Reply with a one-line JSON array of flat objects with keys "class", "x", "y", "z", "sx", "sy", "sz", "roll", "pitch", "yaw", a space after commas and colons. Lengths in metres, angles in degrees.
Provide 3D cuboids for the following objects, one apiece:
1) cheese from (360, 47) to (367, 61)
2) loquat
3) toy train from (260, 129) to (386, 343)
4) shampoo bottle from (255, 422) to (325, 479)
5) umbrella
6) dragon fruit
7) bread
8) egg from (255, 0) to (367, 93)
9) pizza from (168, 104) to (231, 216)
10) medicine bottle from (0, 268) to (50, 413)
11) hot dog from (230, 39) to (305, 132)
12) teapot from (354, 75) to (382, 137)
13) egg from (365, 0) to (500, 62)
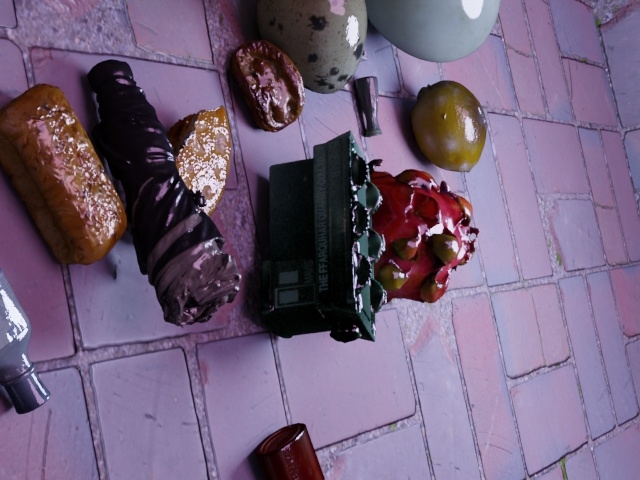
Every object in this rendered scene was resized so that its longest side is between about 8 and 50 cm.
[{"class": "cheese", "x": 0.037, "y": -0.328, "z": 2.013, "sx": 0.171, "sy": 0.047, "sz": 0.092, "roll": 20, "pitch": 62, "yaw": -54}, {"class": "loquat", "x": 0.253, "y": -0.219, "z": 2.225, "sx": 0.195, "sy": 0.152, "sz": 0.152, "roll": 56, "pitch": 36, "yaw": -14}, {"class": "toy train", "x": 0.000, "y": 0.000, "z": 1.698, "sx": 0.138, "sy": 0.178, "sz": 0.330, "roll": 57, "pitch": 28, "yaw": -58}, {"class": "shampoo bottle", "x": -0.014, "y": 0.398, "z": 1.624, "sx": 0.102, "sy": 0.064, "sz": 0.260, "roll": -34, "pitch": 108, "yaw": -61}, {"class": "umbrella", "x": -0.206, "y": -0.065, "z": 1.439, "sx": 0.106, "sy": 0.113, "sz": 0.358, "roll": 105, "pitch": -38, "yaw": -71}, {"class": "dragon fruit", "x": 0.151, "y": -0.010, "z": 1.881, "sx": 0.307, "sy": 0.227, "sz": 0.243, "roll": -36, "pitch": 154, "yaw": -25}, {"class": "bread", "x": -0.305, "y": -0.077, "z": 1.341, "sx": 0.211, "sy": 0.083, "sz": 0.114, "roll": 65, "pitch": 28, "yaw": -21}, {"class": "egg", "x": -0.010, "y": -0.343, "z": 1.827, "sx": 0.177, "sy": 0.177, "sz": 0.228, "roll": -56, "pitch": 137, "yaw": -51}, {"class": "pizza", "x": -0.181, "y": -0.089, "z": 1.559, "sx": 0.127, "sy": 0.058, "sz": 0.246, "roll": 44, "pitch": 48, "yaw": -45}, {"class": "medicine bottle", "x": -0.355, "y": 0.089, "z": 1.218, "sx": 0.209, "sy": 0.053, "sz": 0.090, "roll": 66, "pitch": 31, "yaw": -18}, {"class": "hot dog", "x": -0.082, "y": -0.240, "z": 1.768, "sx": 0.099, "sy": 0.065, "sz": 0.147, "roll": -30, "pitch": 108, "yaw": -23}, {"class": "teapot", "x": 0.089, "y": -0.240, "z": 2.072, "sx": 0.042, "sy": 0.042, "sz": 0.111, "roll": -1, "pitch": 83, "yaw": -58}, {"class": "egg", "x": 0.186, "y": -0.510, "z": 2.105, "sx": 0.389, "sy": 0.276, "sz": 0.276, "roll": 59, "pitch": 35, "yaw": -21}]
